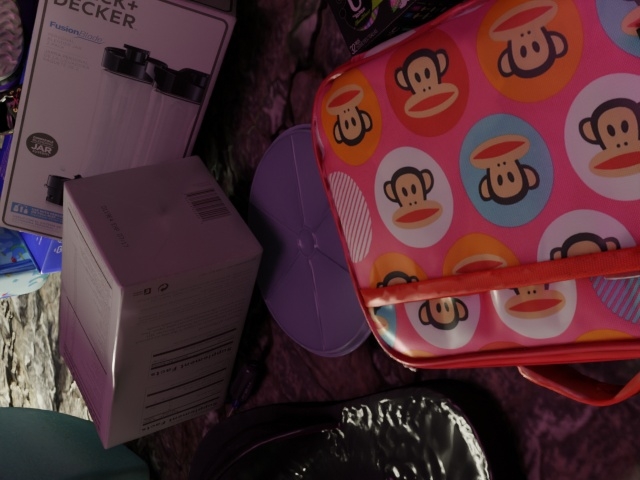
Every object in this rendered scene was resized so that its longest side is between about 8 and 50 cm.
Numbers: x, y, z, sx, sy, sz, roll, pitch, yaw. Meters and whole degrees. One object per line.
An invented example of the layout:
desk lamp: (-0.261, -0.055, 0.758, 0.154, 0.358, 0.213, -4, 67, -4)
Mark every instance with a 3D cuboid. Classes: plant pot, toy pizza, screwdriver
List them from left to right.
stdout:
plant pot: (-0.348, 0.338, 1.027, 0.248, 0.252, 0.247, 20, 113, 43)
screwdriver: (-0.092, 0.180, 0.897, 0.024, 0.025, 0.170, 51, 140, 27)
toy pizza: (0.000, 0.000, 0.737, 0.201, 0.032, 0.201, 15, 109, 53)

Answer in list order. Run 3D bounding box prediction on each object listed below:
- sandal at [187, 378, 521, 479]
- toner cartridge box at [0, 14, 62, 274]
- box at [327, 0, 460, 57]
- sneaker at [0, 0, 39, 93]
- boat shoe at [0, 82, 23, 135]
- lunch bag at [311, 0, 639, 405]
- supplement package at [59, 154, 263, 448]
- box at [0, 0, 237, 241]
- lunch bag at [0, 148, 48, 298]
sandal: (-0.027, 0.222, 0.762, 0.446, 0.107, 0.167, -33, 73, 46)
toner cartridge box: (-0.285, -0.137, 0.992, 0.165, 0.075, 0.347, 54, 132, 27)
box: (0.054, -0.183, 0.632, 0.083, 0.052, 0.062, -36, 72, 46)
sneaker: (-0.389, -0.318, 1.048, 0.146, 0.102, 0.293, 129, 147, -81)
boat shoe: (-0.327, -0.149, 0.950, 0.133, 0.042, 0.048, -20, 80, 46)
lunch bag: (0.138, -0.022, 0.535, 0.293, 0.120, 0.258, -14, 91, 49)
supplement package: (-0.162, 0.062, 0.819, 0.139, 0.134, 0.244, 54, 144, 32)
box: (-0.201, -0.129, 0.823, 0.087, 0.169, 0.290, -96, 27, -53)
lunch bag: (-0.454, -0.028, 1.126, 0.219, 0.176, 0.090, 56, 128, 21)
